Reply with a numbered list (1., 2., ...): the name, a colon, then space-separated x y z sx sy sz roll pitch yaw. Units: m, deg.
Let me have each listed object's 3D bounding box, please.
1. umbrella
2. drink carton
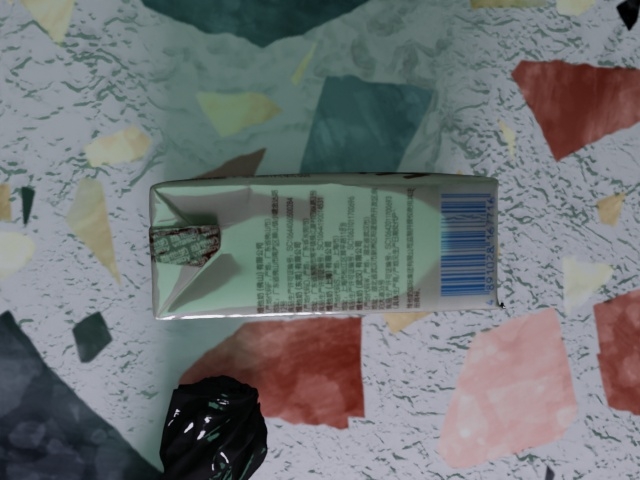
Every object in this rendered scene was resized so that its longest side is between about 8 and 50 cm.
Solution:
1. umbrella: -0.151 0.306 0.750 0.118 0.118 0.340 21 90 -11
2. drink carton: 0.001 0.000 0.710 0.324 0.194 0.132 -2 93 -10
